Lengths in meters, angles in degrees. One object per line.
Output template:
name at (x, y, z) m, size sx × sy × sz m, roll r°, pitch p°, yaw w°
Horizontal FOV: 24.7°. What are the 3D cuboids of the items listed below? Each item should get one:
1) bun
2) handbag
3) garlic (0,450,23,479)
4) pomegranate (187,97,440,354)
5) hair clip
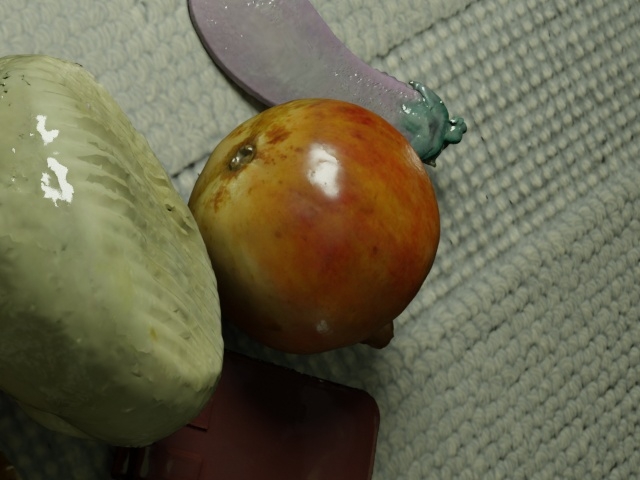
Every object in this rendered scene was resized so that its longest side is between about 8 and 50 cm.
bun at (-0.231, 0.014, 1.240) m, size 0.234 × 0.326 × 0.362 m, roll -29°, pitch 79°, yaw 3°
handbag at (-0.078, 0.245, 1.453) m, size 0.276 × 0.084 × 0.260 m, roll 17°, pitch 75°, yaw -32°
garlic at (-0.354, 0.252, 1.247) m, size 0.217 × 0.110 × 0.228 m, roll 53°, pitch 47°, yaw -5°
pomegranate at (0.000, 0.000, 1.454) m, size 0.270 × 0.229 × 0.252 m, roll 50°, pitch 52°, yaw -29°
hair clip at (-0.005, -0.186, 1.568) m, size 0.359 × 0.110 × 0.095 m, roll 33°, pitch 26°, yaw -24°
